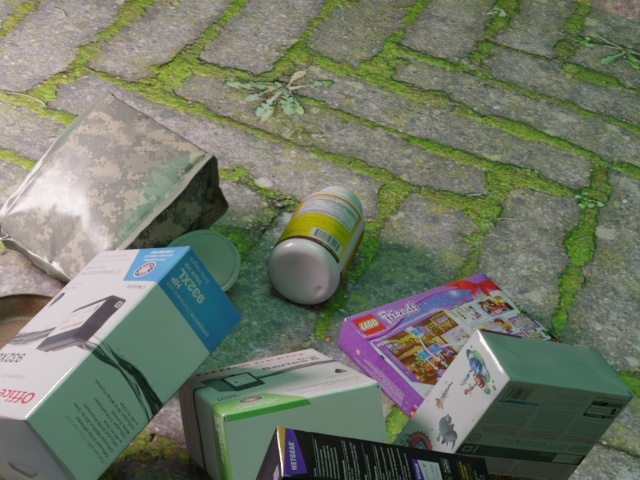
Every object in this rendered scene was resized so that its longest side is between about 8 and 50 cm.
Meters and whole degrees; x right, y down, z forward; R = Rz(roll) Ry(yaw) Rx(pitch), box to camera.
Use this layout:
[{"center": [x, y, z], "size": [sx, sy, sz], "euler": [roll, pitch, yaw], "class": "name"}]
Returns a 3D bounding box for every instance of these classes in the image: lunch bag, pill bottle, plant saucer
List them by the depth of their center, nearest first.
[{"center": [-0.403, 0.148, 1.983], "size": [0.199, 0.036, 0.198], "euler": [10, 36, -7], "class": "plant saucer"}, {"center": [-0.320, -0.045, 2.158], "size": [0.235, 0.169, 0.287], "euler": [31, 64, 24], "class": "lunch bag"}, {"center": [0.000, 0.000, 2.256], "size": [0.117, 0.117, 0.215], "euler": [19, 35, 7], "class": "pill bottle"}]

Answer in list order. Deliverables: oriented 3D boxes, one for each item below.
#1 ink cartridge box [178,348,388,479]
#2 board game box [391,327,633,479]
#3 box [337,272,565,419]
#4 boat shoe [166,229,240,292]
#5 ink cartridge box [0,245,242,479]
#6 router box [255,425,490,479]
[{"center": [-0.054, 0.226, 1.795], "size": [0.198, 0.114, 0.273], "euler": [-10, 7, -17], "class": "ink cartridge box"}, {"center": [0.209, 0.260, 1.759], "size": [0.224, 0.303, 0.097], "euler": [13, 30, -37], "class": "board game box"}, {"center": [0.201, 0.160, 2.155], "size": [0.293, 0.057, 0.201], "euler": [-16, 45, -35], "class": "box"}, {"center": [-0.218, 0.086, 2.084], "size": [0.114, 0.091, 0.302], "euler": [41, 37, 3], "class": "boat shoe"}, {"center": [-0.284, 0.153, 1.772], "size": [0.223, 0.129, 0.307], "euler": [-2, 38, 50], "class": "ink cartridge box"}, {"center": [0.027, 0.357, 1.586], "size": [0.243, 0.308, 0.081], "euler": [10, 34, -14], "class": "router box"}]
